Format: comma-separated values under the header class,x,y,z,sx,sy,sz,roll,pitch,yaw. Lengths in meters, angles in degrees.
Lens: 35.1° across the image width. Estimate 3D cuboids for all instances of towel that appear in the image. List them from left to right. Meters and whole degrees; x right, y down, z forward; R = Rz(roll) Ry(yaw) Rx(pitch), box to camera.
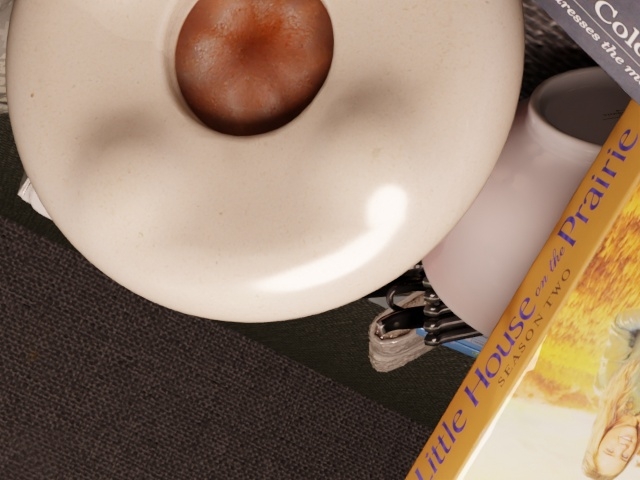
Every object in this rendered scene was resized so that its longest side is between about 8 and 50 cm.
class,x,y,z,sx,sy,sz,roll,pitch,yaw
towel,0.179,0.061,1.141,0.049,0.282,0.187,59,173,17

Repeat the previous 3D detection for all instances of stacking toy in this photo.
class,x,y,z,sx,sy,sz,roll,pitch,yaw
stacking toy,-0.001,-0.105,0.848,0.350,0.351,0.480,20,180,14

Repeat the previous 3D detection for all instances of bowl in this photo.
class,x,y,z,sx,sy,sz,roll,pitch,yaw
bowl,0.223,-0.043,0.764,0.297,0.298,0.134,16,129,27

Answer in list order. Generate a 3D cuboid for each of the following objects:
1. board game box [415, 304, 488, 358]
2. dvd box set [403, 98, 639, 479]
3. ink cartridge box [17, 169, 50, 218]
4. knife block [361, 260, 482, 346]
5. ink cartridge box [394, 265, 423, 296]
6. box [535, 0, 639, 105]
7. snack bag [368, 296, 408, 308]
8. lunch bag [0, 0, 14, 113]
class,x,y,z,sx,sy,sz,roll,pitch,yaw
board game box,0.209,0.026,1.028,0.160,0.212,0.039,22,166,8
dvd box set,0.240,0.126,0.653,0.307,0.421,0.062,26,-168,-17
ink cartridge box,-0.177,-0.099,1.074,0.226,0.131,0.306,31,-163,-24
knife block,0.162,0.006,0.926,0.242,0.275,0.088,13,119,30
ink cartridge box,0.000,0.000,1.189,0.207,0.119,0.353,-2,-176,-20
box,0.266,-0.104,0.332,0.343,0.179,0.312,48,167,11
snack bag,0.263,0.132,1.645,0.342,0.037,0.323,26,164,-9
lunch bag,-0.330,-0.225,0.872,0.256,0.213,0.305,-4,178,35
